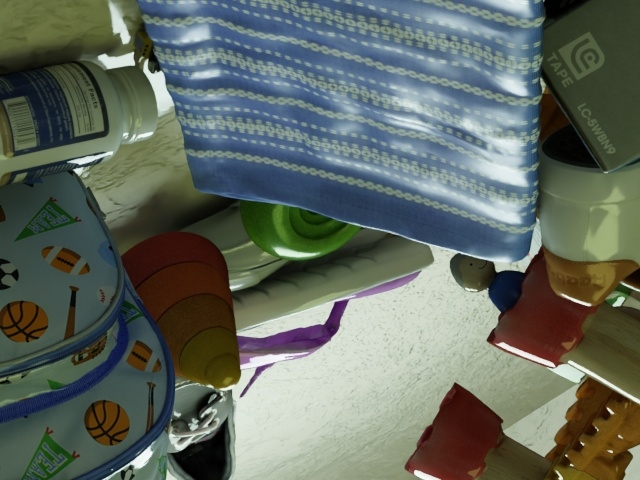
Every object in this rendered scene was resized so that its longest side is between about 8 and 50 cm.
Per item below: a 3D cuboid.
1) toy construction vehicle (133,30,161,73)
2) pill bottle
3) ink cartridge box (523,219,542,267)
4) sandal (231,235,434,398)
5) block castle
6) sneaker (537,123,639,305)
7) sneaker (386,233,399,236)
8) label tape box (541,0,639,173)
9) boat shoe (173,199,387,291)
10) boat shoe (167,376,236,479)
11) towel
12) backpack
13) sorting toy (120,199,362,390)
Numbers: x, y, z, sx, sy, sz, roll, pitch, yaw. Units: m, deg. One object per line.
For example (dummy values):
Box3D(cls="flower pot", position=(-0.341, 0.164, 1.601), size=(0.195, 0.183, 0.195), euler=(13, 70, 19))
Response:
Box3D(cls="toy construction vehicle", position=(-0.079, -0.129, 0.966), size=(0.086, 0.035, 0.098), euler=(-17, 150, -33))
Box3D(cls="pill bottle", position=(-0.165, -0.076, 0.924), size=(0.120, 0.067, 0.067), euler=(-16, 158, -33))
Box3D(cls="ink cartridge box", position=(0.297, -0.007, 1.651), size=(0.087, 0.153, 0.208), euler=(-25, 163, -15))
Box3D(cls="sandal", position=(-0.095, 0.090, 1.323), size=(0.416, 0.102, 0.169), euler=(-17, -168, -5))
Box3D(cls="block castle", position=(0.241, -0.004, 1.265), size=(0.453, 0.213, 0.303), euler=(-55, 173, -36))
Box3D(cls="sneaker", position=(0.232, -0.040, 1.020), size=(0.290, 0.106, 0.123), euler=(-25, 123, -44))
Box3D(cls="sneaker", position=(0.074, -0.026, 1.425), size=(0.084, 0.069, 0.185), euler=(-32, 170, -28))
Box3D(cls="label tape box", position=(0.301, -0.192, 0.879), size=(0.334, 0.106, 0.240), euler=(-30, -169, 26))
Box3D(cls="boat shoe", position=(-0.041, -0.023, 1.264), size=(0.226, 0.083, 0.076), euler=(-18, 132, -28))
Box3D(cls="boat shoe", position=(-0.138, 0.211, 1.687), size=(0.112, 0.095, 0.335), euler=(-26, 162, -9))
Box3D(cls="towel", position=(0.007, -0.091, 0.851), size=(0.336, 0.243, 0.040), euler=(76, 33, -62))
Box3D(cls="backpack", position=(-0.217, 0.087, 0.973), size=(0.276, 0.263, 0.213), euler=(-21, 148, -22))
Box3D(cls="sorting toy", position=(0.000, 0.000, 1.160), size=(0.365, 0.126, 0.127), euler=(-37, 134, -8))
